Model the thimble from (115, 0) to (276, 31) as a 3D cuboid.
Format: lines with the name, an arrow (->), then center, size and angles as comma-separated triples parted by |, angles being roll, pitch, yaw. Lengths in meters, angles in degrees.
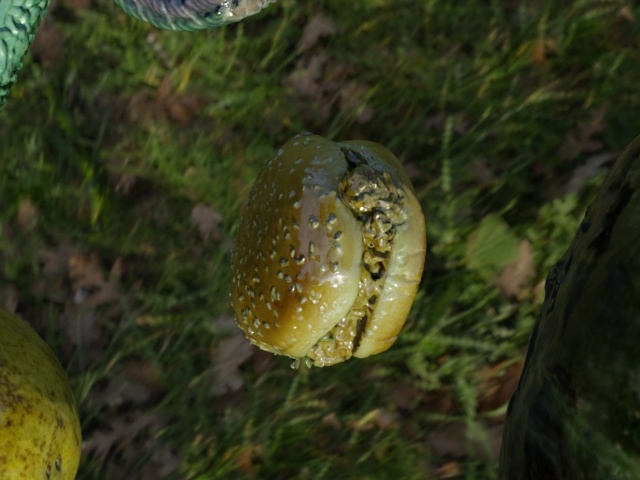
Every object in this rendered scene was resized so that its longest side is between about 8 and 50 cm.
thimble -> -0.087, -0.205, 1.196 | 0.135, 0.118, 0.090 | 21, 39, 29

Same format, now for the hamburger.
hamburger -> 0.000, 0.000, 1.590 | 0.122, 0.215, 0.189 | 3, 45, -27

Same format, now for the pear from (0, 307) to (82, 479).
pear -> -0.247, 0.121, 1.129 | 0.197, 0.197, 0.197 | 3, 76, -11

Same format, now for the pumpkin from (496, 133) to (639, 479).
pumpkin -> 0.300, 0.096, 0.982 | 0.344, 0.454, 0.454 | 28, 69, 31

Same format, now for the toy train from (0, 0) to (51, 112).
toy train -> -0.237, -0.148, 1.221 | 0.099, 0.070, 0.172 | 15, 73, 22
